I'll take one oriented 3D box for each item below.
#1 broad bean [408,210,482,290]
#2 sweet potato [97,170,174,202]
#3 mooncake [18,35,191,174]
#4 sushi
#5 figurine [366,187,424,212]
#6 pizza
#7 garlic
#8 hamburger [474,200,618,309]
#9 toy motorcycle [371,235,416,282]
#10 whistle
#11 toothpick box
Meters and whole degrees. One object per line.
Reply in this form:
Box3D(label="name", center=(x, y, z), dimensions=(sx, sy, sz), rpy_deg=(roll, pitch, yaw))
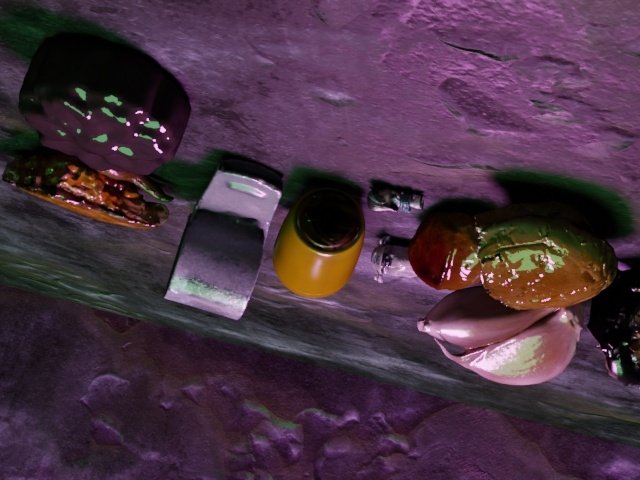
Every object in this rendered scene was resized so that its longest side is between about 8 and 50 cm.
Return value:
Box3D(label="broad bean", center=(0.250, 0.015, 1.754), dimensions=(0.122, 0.156, 0.228), rpy_deg=(-22, 173, -27))
Box3D(label="sweet potato", center=(-0.406, -0.137, 1.993), dimensions=(0.214, 0.050, 0.050), rpy_deg=(30, 158, -36))
Box3D(label="mooncake", center=(-0.361, -0.214, 1.559), dimensions=(0.283, 0.141, 0.283), rpy_deg=(13, 162, 4))
Box3D(label="sushi", center=(0.625, 0.151, 1.676), dimensions=(0.225, 0.238, 0.219), rpy_deg=(35, 164, -18))
Box3D(label="figurine", center=(0.136, -0.073, 1.712), dimensions=(0.106, 0.047, 0.060), rpy_deg=(5, -163, 12))
Box3D(label="pizza", center=(-0.535, -0.115, 2.070), dimensions=(0.409, 0.114, 0.278), rpy_deg=(14, 167, 17))
Box3D(label="garlic", center=(0.365, 0.205, 1.958), dimensions=(0.340, 0.231, 0.246), rpy_deg=(-11, -179, -8))
Box3D(label="hamburger", center=(0.396, 0.030, 1.596), dimensions=(0.211, 0.132, 0.309), rpy_deg=(-10, 155, 24))
Box3D(label="toy motorcycle", center=(0.198, 0.049, 1.965), dimensions=(0.221, 0.102, 0.150), rpy_deg=(9, -177, 31))
Box3D(label="whistle", center=(-0.195, -0.006, 1.924), dimensions=(0.168, 0.404, 0.188), rpy_deg=(18, -155, -10))
Box3D(label="toothpick box", center=(0.000, 0.000, 1.851), dimensions=(0.175, 0.175, 0.271), rpy_deg=(17, 160, -1))
